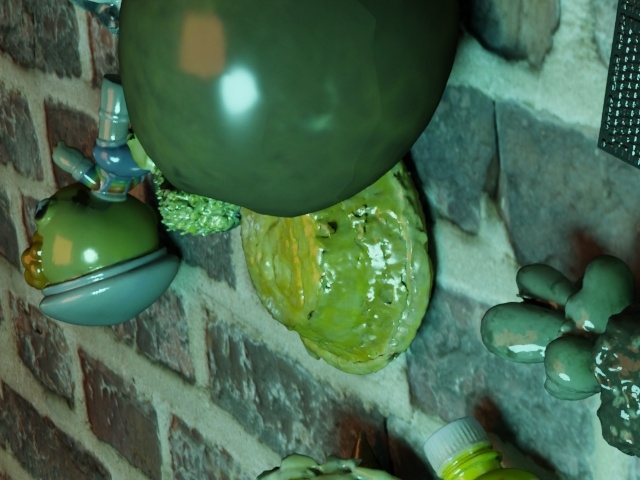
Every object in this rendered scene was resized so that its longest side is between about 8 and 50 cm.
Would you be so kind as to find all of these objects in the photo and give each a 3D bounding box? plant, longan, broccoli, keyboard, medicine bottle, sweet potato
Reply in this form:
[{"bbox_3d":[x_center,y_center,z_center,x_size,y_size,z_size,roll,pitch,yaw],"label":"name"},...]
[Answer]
[{"bbox_3d":[0.264,0.098,1.326,0.274,0.146,0.149,29,115,51],"label":"plant"},{"bbox_3d":[-0.033,-0.208,1.509,0.404,0.336,0.405,-163,90,-90],"label":"longan"},{"bbox_3d":[-0.151,-0.109,1.912,0.226,0.176,0.198,35,111,32],"label":"broccoli"},{"bbox_3d":[0.280,-0.164,1.324,0.067,0.011,0.202,38,134,47],"label":"keyboard"},{"bbox_3d":[0.188,0.288,1.566,0.212,0.121,0.122,59,146,26],"label":"medicine bottle"},{"bbox_3d":[0.065,0.343,1.871,0.065,0.051,0.218,-4,98,63],"label":"sweet potato"}]

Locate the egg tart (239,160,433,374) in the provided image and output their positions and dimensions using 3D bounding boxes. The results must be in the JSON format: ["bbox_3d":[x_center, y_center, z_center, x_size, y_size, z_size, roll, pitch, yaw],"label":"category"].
[{"bbox_3d":[0.000,-0.001,1.751,0.341,0.132,0.341,29,125,52],"label":"egg tart"}]

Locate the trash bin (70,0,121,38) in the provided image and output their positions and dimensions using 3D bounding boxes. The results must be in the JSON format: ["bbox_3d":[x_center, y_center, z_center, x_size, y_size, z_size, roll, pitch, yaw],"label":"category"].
[{"bbox_3d":[-0.178,-0.452,1.769,0.296,0.255,0.368,62,140,26],"label":"trash bin"}]

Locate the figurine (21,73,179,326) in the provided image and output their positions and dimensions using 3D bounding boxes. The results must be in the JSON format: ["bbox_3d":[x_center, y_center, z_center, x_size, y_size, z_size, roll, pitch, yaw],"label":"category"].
[{"bbox_3d":[-0.315,-0.047,2.176,0.205,0.224,0.382,34,130,45],"label":"figurine"}]

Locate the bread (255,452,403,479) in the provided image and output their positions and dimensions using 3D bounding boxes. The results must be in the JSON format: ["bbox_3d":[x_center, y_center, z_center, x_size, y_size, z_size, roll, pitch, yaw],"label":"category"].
[{"bbox_3d":[0.069,0.474,1.714,0.361,0.250,0.394,-116,9,-58],"label":"bread"}]
